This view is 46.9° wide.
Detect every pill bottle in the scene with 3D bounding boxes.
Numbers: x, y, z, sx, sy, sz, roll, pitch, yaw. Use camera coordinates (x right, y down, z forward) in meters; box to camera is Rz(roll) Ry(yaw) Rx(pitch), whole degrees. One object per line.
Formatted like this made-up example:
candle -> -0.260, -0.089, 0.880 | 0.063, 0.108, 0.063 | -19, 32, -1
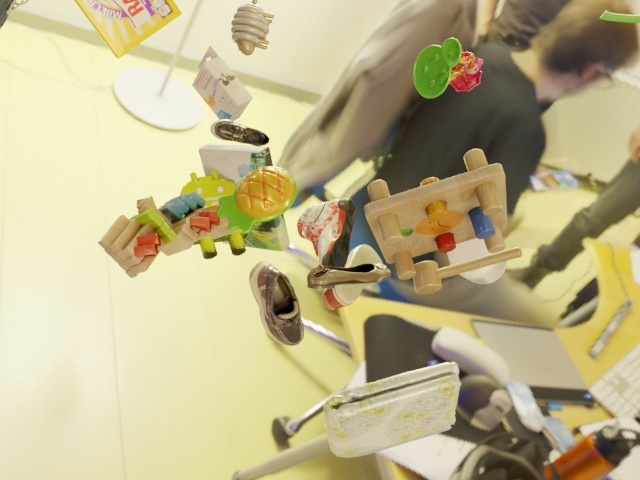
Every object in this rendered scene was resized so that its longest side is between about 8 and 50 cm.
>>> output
pill bottle -> 0.411, 0.041, 1.954 | 0.131, 0.131, 0.229 | 52, 12, 22

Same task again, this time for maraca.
maraca -> -0.137, -0.091, 1.606 | 0.186, 0.099, 0.127 | -36, 66, -14

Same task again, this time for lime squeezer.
lime squeezer -> 0.712, -0.385, 1.455 | 0.310, 0.110, 0.059 | 38, 22, -2

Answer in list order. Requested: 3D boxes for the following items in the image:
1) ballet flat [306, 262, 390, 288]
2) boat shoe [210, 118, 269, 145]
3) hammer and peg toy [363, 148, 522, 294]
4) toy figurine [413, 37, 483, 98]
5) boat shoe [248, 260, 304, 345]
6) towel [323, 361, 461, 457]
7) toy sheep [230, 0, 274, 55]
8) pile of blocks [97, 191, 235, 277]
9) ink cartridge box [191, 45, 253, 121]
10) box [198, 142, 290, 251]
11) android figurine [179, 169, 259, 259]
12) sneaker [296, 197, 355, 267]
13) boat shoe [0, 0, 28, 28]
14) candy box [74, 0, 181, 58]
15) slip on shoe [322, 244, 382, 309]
ballet flat -> 0.072, 0.077, 1.807 | 0.250, 0.058, 0.084 | -5, 8, -34
boat shoe -> -0.179, -0.243, 1.668 | 0.142, 0.049, 0.040 | 8, 5, -36
hammer and peg toy -> 0.243, -0.026, 1.439 | 0.361, 0.266, 0.127 | 55, 19, -63
toy figurine -> 0.348, -0.434, 1.863 | 0.159, 0.173, 0.130 | -5, 64, -36
boat shoe -> -0.100, 0.179, 1.925 | 0.103, 0.285, 0.092 | -39, 39, -27
towel -> 0.195, 0.462, 2.000 | 0.374, 0.320, 0.090 | -15, 53, -6
toy sheep -> -0.148, -0.461, 1.584 | 0.091, 0.091, 0.132 | 14, 81, -26
pile of blocks -> -0.303, -0.045, 1.604 | 0.362, 0.113, 0.149 | -29, 99, -50
ink cartridge box -> -0.271, -0.407, 1.940 | 0.061, 0.104, 0.181 | -37, 87, -37
box -> -0.224, -0.127, 2.187 | 0.232, 0.322, 0.058 | 7, 33, 33
android figurine -> -0.301, -0.079, 2.080 | 0.248, 0.056, 0.273 | -5, 63, -23
sneaker -> 0.001, 0.000, 2.004 | 0.090, 0.145, 0.270 | 58, 37, -41
boat shoe -> -0.642, -0.483, 1.463 | 0.095, 0.079, 0.254 | 11, 65, 7
candy box -> -0.274, -0.342, 0.918 | 0.206, 0.105, 0.027 | 56, -8, -27
slip on shoe -> 0.099, 0.111, 2.295 | 0.123, 0.101, 0.331 | 52, 36, -6
